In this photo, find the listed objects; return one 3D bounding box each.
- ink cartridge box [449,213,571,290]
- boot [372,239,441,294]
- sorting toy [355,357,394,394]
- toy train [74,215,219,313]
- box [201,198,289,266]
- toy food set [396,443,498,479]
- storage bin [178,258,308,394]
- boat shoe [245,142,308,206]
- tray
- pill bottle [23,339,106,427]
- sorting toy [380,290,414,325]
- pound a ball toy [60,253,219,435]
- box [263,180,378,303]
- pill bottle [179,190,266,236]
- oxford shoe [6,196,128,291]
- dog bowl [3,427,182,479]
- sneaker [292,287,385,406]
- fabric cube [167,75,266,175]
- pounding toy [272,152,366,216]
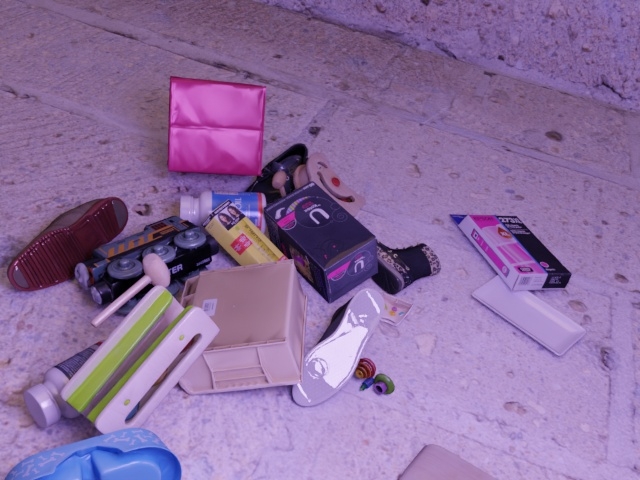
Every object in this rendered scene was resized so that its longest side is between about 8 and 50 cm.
[{"bbox_3d":[0.527,0.007,1.984,0.176,0.069,0.371,0,33,-23],"label":"ink cartridge box"},{"bbox_3d":[0.190,0.036,1.870,0.179,0.085,0.236,-16,50,-35],"label":"boot"},{"bbox_3d":[0.109,0.303,1.519,0.102,0.061,0.042,45,47,11],"label":"sorting toy"},{"bbox_3d":[-0.409,0.051,1.663,0.334,0.142,0.190,-27,39,-37],"label":"toy train"},{"bbox_3d":[-0.182,0.010,1.746,0.232,0.058,0.087,47,42,-1],"label":"box"},{"bbox_3d":[0.253,0.523,1.263,0.306,0.092,0.220,25,39,30],"label":"toy food set"},{"bbox_3d":[-0.171,0.182,1.502,0.261,0.123,0.262,-8,37,8],"label":"storage bin"},{"bbox_3d":[-0.121,-0.186,2.049,0.127,0.113,0.340,26,40,19],"label":"boat shoe"},{"bbox_3d":[0.528,0.192,1.795,0.145,0.030,0.270,-25,50,-39],"label":"tray"},{"bbox_3d":[-0.472,0.279,1.360,0.108,0.108,0.180,34,42,27],"label":"pill bottle"},{"bbox_3d":[0.176,0.175,1.721,0.083,0.044,0.075,21,46,12],"label":"sorting toy"},{"bbox_3d":[-0.338,0.204,1.333,0.208,0.135,0.319,23,64,36],"label":"pound a ball toy"},{"bbox_3d":[0.000,0.000,1.785,0.165,0.143,0.270,-32,53,-20],"label":"box"},{"bbox_3d":[-0.259,-0.069,1.854,0.222,0.124,0.124,1,38,-12],"label":"pill bottle"},{"bbox_3d":[-0.624,0.009,1.697,0.130,0.123,0.348,2,30,34],"label":"oxford shoe"},{"bbox_3d":[-0.388,0.409,1.179,0.297,0.165,0.074,-11,32,-26],"label":"dog bowl"},{"bbox_3d":[0.035,0.245,1.554,0.105,0.147,0.295,35,72,3],"label":"sneaker"},{"bbox_3d":[-0.305,-0.330,2.011,0.258,0.259,0.254,1,12,-12],"label":"fabric cube"},{"bbox_3d":[-0.020,-0.137,1.990,0.270,0.155,0.154,33,43,-22],"label":"pounding toy"}]
